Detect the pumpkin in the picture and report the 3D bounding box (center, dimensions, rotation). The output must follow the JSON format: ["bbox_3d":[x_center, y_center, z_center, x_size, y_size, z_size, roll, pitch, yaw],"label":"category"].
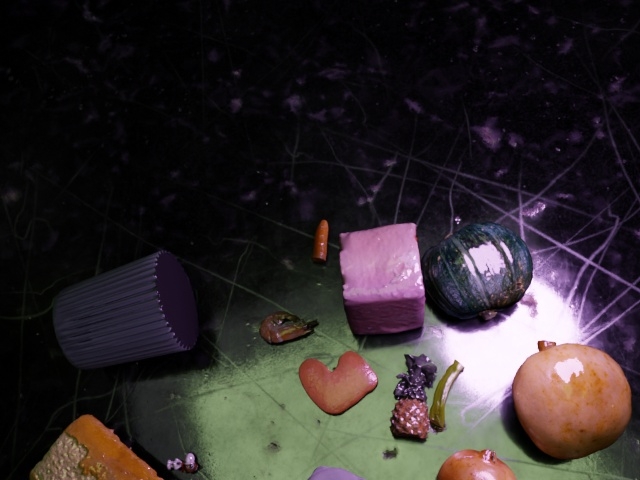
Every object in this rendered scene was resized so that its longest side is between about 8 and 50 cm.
[{"bbox_3d":[0.450,0.077,1.857,0.292,0.197,0.264,-18,74,-13],"label":"pumpkin"}]

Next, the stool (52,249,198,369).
[{"bbox_3d":[-0.562,0.212,1.939,0.330,0.297,0.297,-16,67,6],"label":"stool"}]

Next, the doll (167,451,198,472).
[{"bbox_3d":[-0.387,0.629,1.872,0.085,0.040,0.058,-20,54,-5],"label":"doll"}]

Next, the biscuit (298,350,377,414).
[{"bbox_3d":[0.045,0.388,1.908,0.192,0.036,0.186,-35,66,-8],"label":"biscuit"}]

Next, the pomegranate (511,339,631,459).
[{"bbox_3d":[0.631,0.406,1.692,0.307,0.307,0.307,-3,68,7],"label":"pomegranate"}]

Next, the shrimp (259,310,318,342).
[{"bbox_3d":[-0.095,0.253,1.988,0.180,0.041,0.099,-10,52,6],"label":"shrimp"}]

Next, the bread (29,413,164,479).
[{"bbox_3d":[-0.582,0.667,1.817,0.375,0.165,0.237,32,74,21],"label":"bread"}]

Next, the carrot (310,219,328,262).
[{"bbox_3d":[0.000,0.000,2.069,0.048,0.048,0.139,2,66,9],"label":"carrot"}]

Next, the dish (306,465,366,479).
[{"bbox_3d":[0.036,0.712,1.754,0.224,0.078,0.246,-22,67,-2],"label":"dish"}]

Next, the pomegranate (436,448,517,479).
[{"bbox_3d":[0.398,0.628,1.670,0.209,0.209,0.209,-3,68,7],"label":"pomegranate"}]

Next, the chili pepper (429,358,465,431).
[{"bbox_3d":[0.342,0.423,1.846,0.052,0.050,0.202,6,66,50],"label":"chili pepper"}]

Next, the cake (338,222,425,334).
[{"bbox_3d":[0.173,0.111,1.860,0.230,0.309,0.237,-8,64,3],"label":"cake"}]

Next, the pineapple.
[{"bbox_3d":[0.256,0.420,1.827,0.119,0.111,0.237,13,65,-7],"label":"pineapple"}]
